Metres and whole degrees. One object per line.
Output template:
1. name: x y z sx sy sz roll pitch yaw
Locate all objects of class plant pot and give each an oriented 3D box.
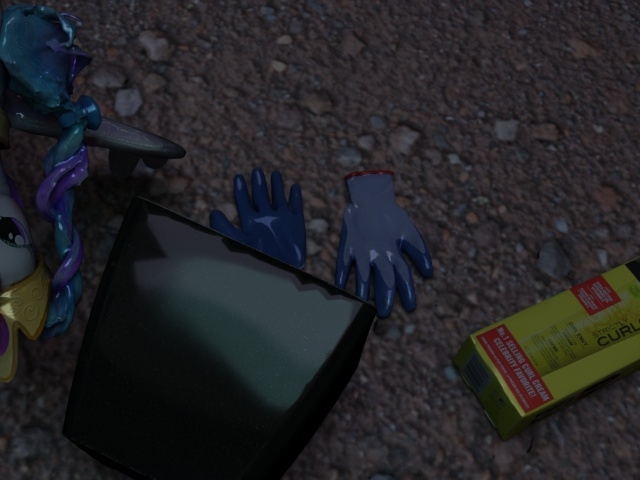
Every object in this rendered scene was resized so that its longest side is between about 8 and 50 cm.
1. plant pot: -0.083 0.106 0.705 0.187 0.188 0.167 24 70 6

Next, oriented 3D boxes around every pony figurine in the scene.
1. pony figurine: -0.258 -0.108 0.684 0.302 0.351 0.363 -14 102 -9

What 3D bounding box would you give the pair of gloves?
1. pair of gloves: 0.000 0.000 0.870 0.198 0.023 0.159 -2 57 -11

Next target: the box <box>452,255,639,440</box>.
1. box: 0.236 0.083 0.832 0.232 0.058 0.087 -21 64 -20
